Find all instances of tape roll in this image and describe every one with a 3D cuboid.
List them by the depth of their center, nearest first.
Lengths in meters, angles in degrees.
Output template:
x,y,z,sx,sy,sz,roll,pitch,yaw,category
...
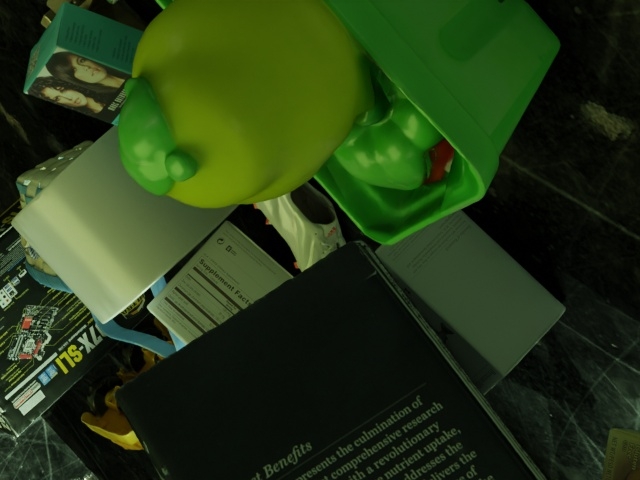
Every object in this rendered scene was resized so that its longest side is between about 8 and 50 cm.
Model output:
x,y,z,sx,sy,sz,roll,pitch,yaw,category
-0.228,-0.040,1.983,0.169,0.246,0.246,47,158,-5,tape roll

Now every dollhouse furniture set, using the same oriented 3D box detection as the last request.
x,y,z,sx,sy,sz,roll,pitch,yaw,category
-0.216,-0.239,1.793,0.123,0.144,0.151,41,143,1,dollhouse furniture set

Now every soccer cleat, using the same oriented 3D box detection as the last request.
x,y,z,sx,sy,sz,roll,pitch,yaw,category
0.000,0.000,1.885,0.076,0.068,0.196,-14,124,39,soccer cleat

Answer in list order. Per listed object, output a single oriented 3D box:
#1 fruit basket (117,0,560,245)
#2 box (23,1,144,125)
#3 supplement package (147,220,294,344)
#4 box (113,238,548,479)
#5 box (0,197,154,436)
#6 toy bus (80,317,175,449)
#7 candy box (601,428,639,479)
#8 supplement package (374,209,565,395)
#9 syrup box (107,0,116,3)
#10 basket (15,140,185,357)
x,y,z,sx,sy,sz,roll,pitch,yaw,category
-0.034,-0.139,1.314,0.392,0.392,0.283,48,158,-5,fruit basket
-0.182,-0.164,1.745,0.244,0.060,0.100,19,146,-22,box
-0.068,0.120,2.017,0.204,0.145,0.262,40,174,14,supplement package
0.074,0.336,1.639,0.472,0.297,0.480,55,170,27,box
-0.423,0.089,2.444,0.079,0.322,0.257,10,139,54,box
-0.230,0.258,2.542,0.149,0.220,0.211,14,148,45,toy bus
0.394,0.297,1.530,0.087,0.183,0.316,6,-177,-35,candy box
0.141,0.058,1.675,0.179,0.105,0.105,43,157,6,supplement package
-0.255,-0.368,1.669,0.237,0.093,0.096,46,158,1,syrup box
-0.289,0.020,2.245,0.255,0.201,0.289,9,128,55,basket
